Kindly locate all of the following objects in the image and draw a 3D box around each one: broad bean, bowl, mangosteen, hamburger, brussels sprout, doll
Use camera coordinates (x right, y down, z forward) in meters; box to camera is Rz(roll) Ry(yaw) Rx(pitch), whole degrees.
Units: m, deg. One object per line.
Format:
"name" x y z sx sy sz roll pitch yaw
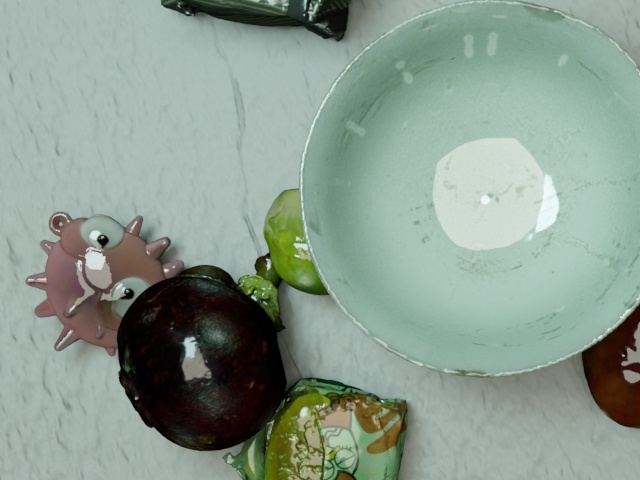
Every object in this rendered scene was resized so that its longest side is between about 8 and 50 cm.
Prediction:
"broad bean" 0.409 0.119 1.252 0.156 0.122 0.228 35 99 15
"bowl" 0.203 -0.058 1.262 0.434 0.196 0.435 0 88 11
"mangosteen" -0.125 0.126 1.320 0.231 0.231 0.289 40 67 11
"hamburger" -0.007 0.284 1.331 0.235 0.125 0.214 14 81 -2
"brussels sprout" -0.001 0.003 1.344 0.155 0.117 0.155 0 59 0
"doll" -0.285 0.071 1.413 0.211 0.093 0.262 -28 95 -2

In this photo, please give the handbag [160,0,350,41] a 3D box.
"handbag" -0.086 -0.397 1.312 0.340 0.247 0.240 12 92 6
